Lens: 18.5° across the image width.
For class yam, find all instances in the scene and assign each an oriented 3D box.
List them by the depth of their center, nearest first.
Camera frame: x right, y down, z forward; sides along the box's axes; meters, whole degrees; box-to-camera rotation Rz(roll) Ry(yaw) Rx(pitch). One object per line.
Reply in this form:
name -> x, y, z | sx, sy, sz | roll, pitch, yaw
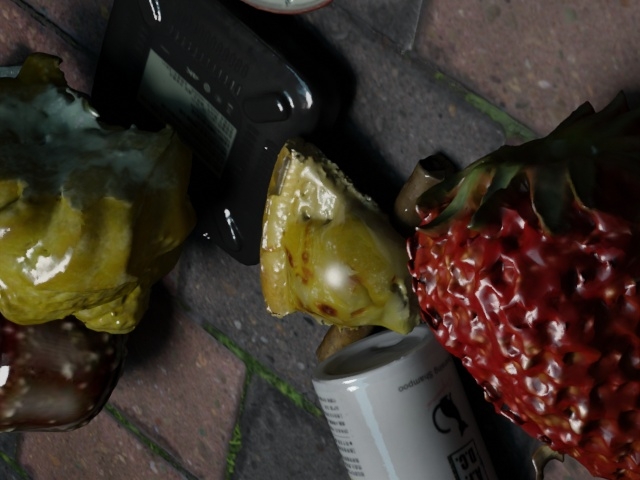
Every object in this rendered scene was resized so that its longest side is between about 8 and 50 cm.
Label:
yam -> 0.062, 0.032, 2.000 | 0.045, 0.045, 0.327 | 16, 137, -10

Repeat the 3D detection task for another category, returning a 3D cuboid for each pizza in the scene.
pizza -> 0.007, 0.007, 1.942 | 0.188, 0.080, 0.204 | 14, 125, 32

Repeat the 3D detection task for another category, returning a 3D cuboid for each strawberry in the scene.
strawberry -> 0.228, 0.071, 1.653 | 0.292, 0.292, 0.343 | 3, 114, 47

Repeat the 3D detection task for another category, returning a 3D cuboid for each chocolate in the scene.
chocolate -> -0.328, 0.116, 2.296 | 0.340, 0.210, 0.225 | -157, 77, -79

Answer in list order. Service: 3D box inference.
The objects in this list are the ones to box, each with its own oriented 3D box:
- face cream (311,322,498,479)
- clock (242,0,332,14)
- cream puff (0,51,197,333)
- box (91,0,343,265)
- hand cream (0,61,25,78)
face cream -> 0.122, 0.278, 2.011 | 0.145, 0.145, 0.369 | -10, 107, 50
clock -> -0.062, -0.367, 1.856 | 0.318, 0.080, 0.318 | 27, 131, 35
cream puff -> -0.286, -0.015, 2.057 | 0.323, 0.274, 0.270 | 36, 142, 34
box -> -0.117, -0.148, 2.056 | 0.290, 0.073, 0.289 | 44, 140, 19
hand cream -> -0.414, -0.161, 2.378 | 0.052, 0.075, 0.248 | 57, 144, -4
